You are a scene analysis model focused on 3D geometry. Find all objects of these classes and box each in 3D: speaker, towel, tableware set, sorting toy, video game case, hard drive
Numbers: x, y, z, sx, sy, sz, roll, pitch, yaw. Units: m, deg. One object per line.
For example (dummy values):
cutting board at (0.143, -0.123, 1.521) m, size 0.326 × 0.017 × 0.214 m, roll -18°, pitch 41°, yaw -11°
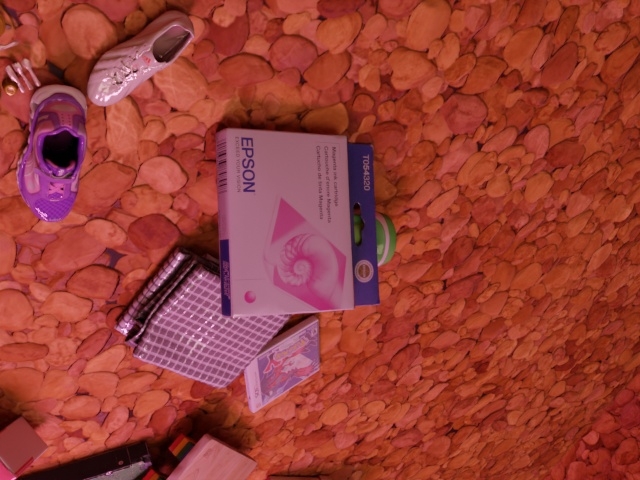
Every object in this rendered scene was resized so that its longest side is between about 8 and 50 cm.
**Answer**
speaker at (0.000, 0.000, 1.328) m, size 0.297 × 0.131 × 0.131 m, roll -1°, pitch 125°, yaw -28°
towel at (-0.225, 0.162, 1.332) m, size 0.235 × 0.121 × 0.284 m, roll -48°, pitch 132°, yaw 11°
tableware set at (-0.471, -0.263, 0.931) m, size 0.104 × 0.024 × 0.154 m, roll -24°, pitch 134°, yaw -6°
sorting toy at (-0.310, 0.575, 1.578) m, size 0.257 × 0.089 × 0.255 m, roll -50°, pitch 145°, yaw -11°
video game case at (-0.085, 0.285, 1.536) m, size 0.201 × 0.023 × 0.183 m, roll -29°, pitch 137°, yaw -29°
hard drive at (-0.552, 0.600, 1.533) m, size 0.339 × 0.064 × 0.236 m, roll -12°, pitch 130°, yaw -20°

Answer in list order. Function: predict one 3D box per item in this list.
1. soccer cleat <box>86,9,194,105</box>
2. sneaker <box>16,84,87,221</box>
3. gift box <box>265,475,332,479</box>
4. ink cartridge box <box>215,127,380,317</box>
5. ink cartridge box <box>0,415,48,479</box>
soccer cleat at (-0.271, -0.269, 0.998) m, size 0.196 × 0.076 × 0.068 m, roll -40°, pitch 134°, yaw 5°
sneaker at (-0.406, -0.114, 1.022) m, size 0.095 × 0.104 × 0.236 m, roll -2°, pitch 132°, yaw -32°
gift box at (-0.040, 0.809, 1.853) m, size 0.258 × 0.255 × 0.276 m, roll 17°, pitch 119°, yaw -35°
ink cartridge box at (-0.022, -0.032, 1.209) m, size 0.330 × 0.071 × 0.323 m, roll -2°, pitch 87°, yaw -27°
ink cartridge box at (-0.663, 0.456, 1.285) m, size 0.218 × 0.158 × 0.092 m, roll -38°, pitch 93°, yaw 1°
